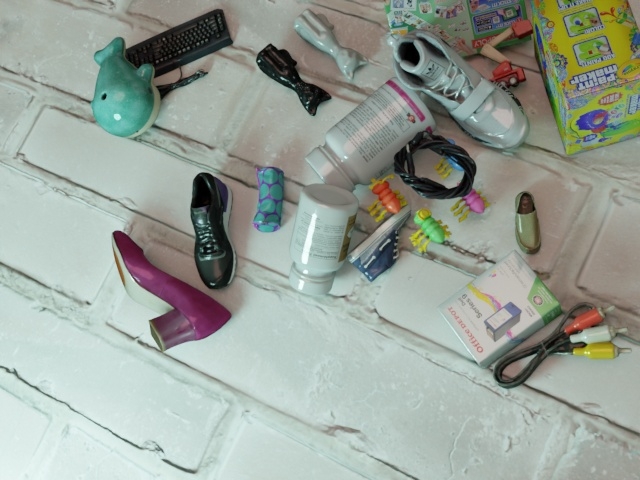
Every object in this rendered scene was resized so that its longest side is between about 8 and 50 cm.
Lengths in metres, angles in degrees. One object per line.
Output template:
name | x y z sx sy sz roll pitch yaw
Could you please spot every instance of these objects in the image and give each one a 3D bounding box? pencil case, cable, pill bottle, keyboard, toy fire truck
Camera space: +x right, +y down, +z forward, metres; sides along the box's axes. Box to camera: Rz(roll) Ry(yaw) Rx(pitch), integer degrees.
pencil case | -0.126 -0.099 2.021 0.070 0.064 0.151 6 73 -8
cable | 0.251 -0.158 1.831 0.150 0.047 0.184 -38 68 -22
pill bottle | 0.000 0.000 1.871 0.131 0.131 0.229 24 118 22
keyboard | -0.384 -0.487 2.238 0.317 0.033 0.201 -22 69 9
pill bottle | 0.113 -0.231 1.942 0.283 0.160 0.160 -40 67 1
cable | 0.487 0.210 1.742 0.287 0.072 0.139 -18 63 10
toy fire truck | 0.413 -0.415 1.943 0.192 0.047 0.135 -19 87 19

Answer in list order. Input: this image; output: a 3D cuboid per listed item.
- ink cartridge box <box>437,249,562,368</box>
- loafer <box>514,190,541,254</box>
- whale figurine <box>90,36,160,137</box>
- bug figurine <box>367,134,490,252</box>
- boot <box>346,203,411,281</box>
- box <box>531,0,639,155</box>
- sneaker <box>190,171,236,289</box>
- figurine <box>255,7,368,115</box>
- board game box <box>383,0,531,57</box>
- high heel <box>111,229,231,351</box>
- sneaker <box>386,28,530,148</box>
ink cartridge box | 0.379 0.148 1.780 0.212 0.093 0.154 -37 66 6
loafer | 0.452 -0.042 1.843 0.056 0.050 0.148 -11 70 13
whale figurine | -0.529 -0.401 2.171 0.216 0.141 0.272 -27 75 24
bug figurine | 0.253 -0.109 1.873 0.279 0.072 0.216 -33 72 -15
boot | 0.154 0.006 1.916 0.190 0.069 0.086 -42 93 -7
box | 0.572 -0.378 1.785 0.177 0.290 0.279 -15 69 11
sneaker | -0.275 -0.025 2.008 0.107 0.124 0.283 -11 71 13
figurine | -0.015 -0.444 2.096 0.215 0.092 0.209 -43 75 -1
board game box | 0.317 -0.538 1.972 0.317 0.046 0.213 -12 114 12
high heel | -0.372 0.098 2.033 0.181 0.127 0.377 -22 61 -22
sneaker | 0.294 -0.337 1.854 0.366 0.210 0.137 46 111 18
